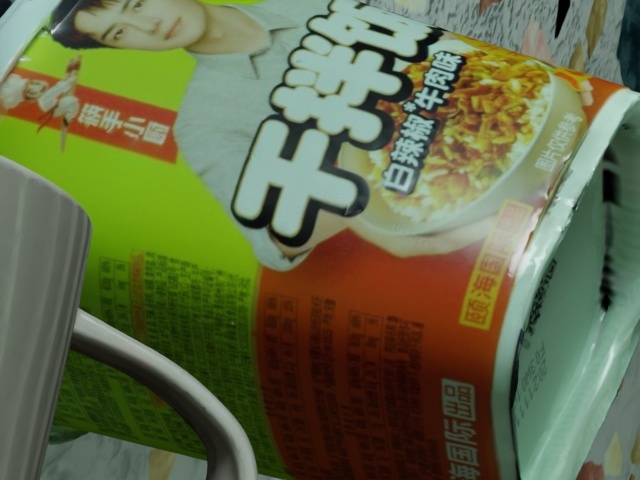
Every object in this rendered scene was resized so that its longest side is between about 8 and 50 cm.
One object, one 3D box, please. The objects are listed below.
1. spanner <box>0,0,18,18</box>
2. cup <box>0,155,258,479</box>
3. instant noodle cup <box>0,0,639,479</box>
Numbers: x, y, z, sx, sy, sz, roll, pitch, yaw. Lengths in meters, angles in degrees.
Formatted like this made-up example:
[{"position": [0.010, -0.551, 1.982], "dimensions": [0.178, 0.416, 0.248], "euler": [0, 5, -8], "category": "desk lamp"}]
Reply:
[{"position": [-0.135, -0.171, 0.953], "dimensions": [0.316, 0.024, 0.087], "euler": [-62, 148, -30], "category": "spanner"}, {"position": [-0.183, 0.098, 0.661], "dimensions": [0.208, 0.288, 0.273], "euler": [60, 42, -73], "category": "cup"}, {"position": [0.000, 0.000, 0.937], "dimensions": [0.294, 0.308, 0.294], "euler": [-44, 142, -50], "category": "instant noodle cup"}]
